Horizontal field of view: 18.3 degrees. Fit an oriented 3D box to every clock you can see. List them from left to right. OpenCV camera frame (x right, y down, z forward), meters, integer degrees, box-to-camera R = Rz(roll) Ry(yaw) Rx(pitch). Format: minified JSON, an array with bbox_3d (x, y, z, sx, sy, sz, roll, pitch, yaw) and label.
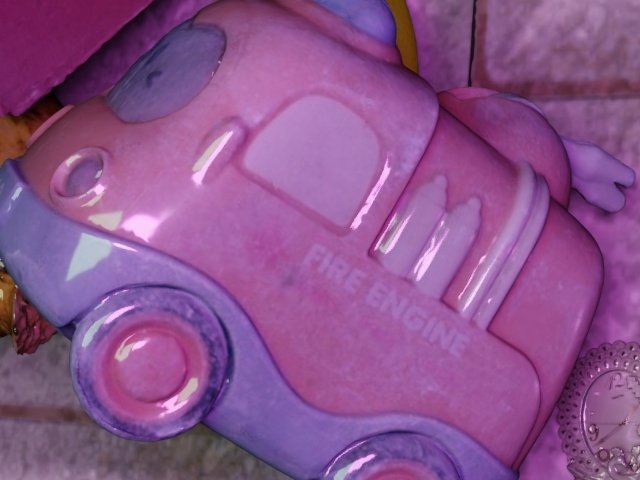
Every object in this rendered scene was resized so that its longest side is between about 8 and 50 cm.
[{"bbox_3d":[0.154,0.092,1.008,0.074,0.010,0.083,-20,72,30],"label":"clock"}]

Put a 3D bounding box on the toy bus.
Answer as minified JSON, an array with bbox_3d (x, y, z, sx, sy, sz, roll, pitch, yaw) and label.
[{"bbox_3d":[0.000,0.000,0.967,0.232,0.294,0.197,-56,18,4],"label":"toy bus"}]

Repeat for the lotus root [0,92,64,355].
[{"bbox_3d":[-0.234,-0.044,1.197,0.314,0.141,0.169,37,117,32],"label":"lotus root"}]

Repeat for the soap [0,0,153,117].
[{"bbox_3d":[-0.242,-0.239,1.178,0.359,0.128,0.233,26,59,33],"label":"soap"}]

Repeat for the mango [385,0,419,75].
[{"bbox_3d":[-0.003,-0.103,1.089,0.117,0.089,0.163,-1,82,32],"label":"mango"}]
